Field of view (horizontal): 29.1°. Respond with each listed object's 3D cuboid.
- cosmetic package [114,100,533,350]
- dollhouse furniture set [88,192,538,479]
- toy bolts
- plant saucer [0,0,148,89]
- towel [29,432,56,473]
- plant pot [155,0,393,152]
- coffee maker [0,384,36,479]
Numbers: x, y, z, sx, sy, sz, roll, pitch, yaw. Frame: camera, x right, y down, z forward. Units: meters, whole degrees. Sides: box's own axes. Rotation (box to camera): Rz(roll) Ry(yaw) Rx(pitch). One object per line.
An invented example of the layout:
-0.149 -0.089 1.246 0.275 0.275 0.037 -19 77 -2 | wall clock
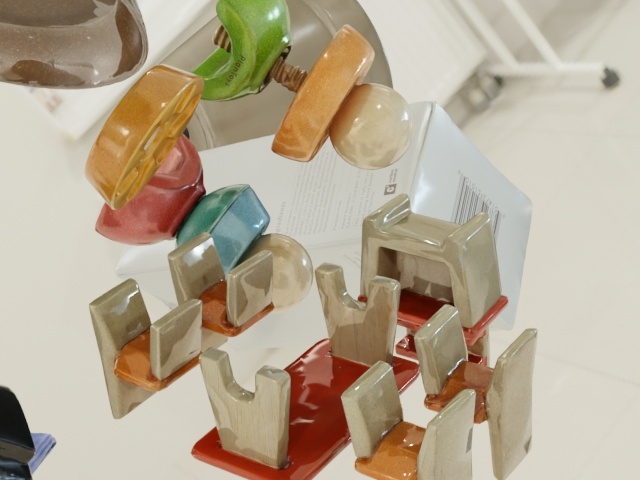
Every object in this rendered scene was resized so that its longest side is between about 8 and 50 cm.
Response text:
0.000 0.000 1.292 0.385 0.217 0.156 -5 59 38 | cosmetic package
0.024 0.084 0.821 0.262 0.135 0.259 15 33 33 | dollhouse furniture set
-0.055 -0.034 0.855 0.218 0.158 0.228 -54 -3 -48 | toy bolts
-0.257 -0.188 0.807 0.310 0.310 0.050 -4 66 51 | plant saucer
-0.532 0.267 1.601 0.243 0.335 0.040 -74 -5 -79 | towel
-0.098 -0.211 1.810 0.280 0.323 0.323 -29 16 -33 | plant pot
-0.288 0.128 0.853 0.120 0.178 0.171 -8 71 20 | coffee maker
